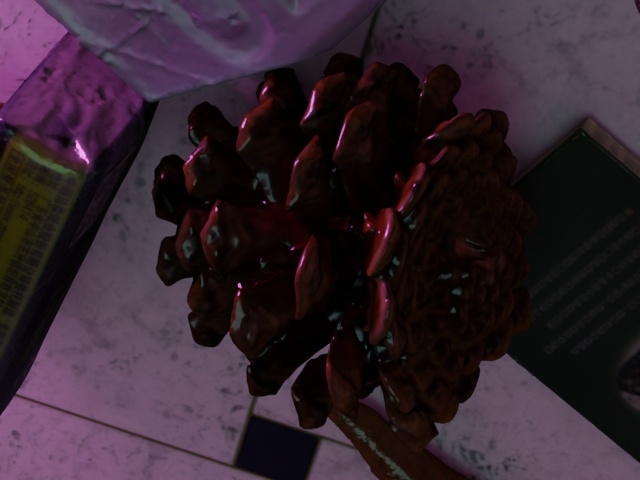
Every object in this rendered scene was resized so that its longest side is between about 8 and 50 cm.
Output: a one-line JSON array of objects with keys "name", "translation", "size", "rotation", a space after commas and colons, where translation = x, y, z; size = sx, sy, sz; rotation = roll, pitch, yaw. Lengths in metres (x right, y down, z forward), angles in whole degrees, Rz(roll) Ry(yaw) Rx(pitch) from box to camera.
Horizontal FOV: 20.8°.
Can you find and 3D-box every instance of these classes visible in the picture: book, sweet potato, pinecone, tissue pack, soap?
[{"name": "book", "translation": [0.313, 0.071, 1.773], "size": [0.371, 0.043, 0.260], "rotation": [40, 124, -12]}, {"name": "sweet potato", "translation": [0.110, 0.268, 1.923], "size": [0.314, 0.072, 0.066], "rotation": [36, 136, -14]}, {"name": "pinecone", "translation": [0.000, 0.000, 1.625], "size": [0.384, 0.384, 0.384], "rotation": [6, 123, 9]}, {"name": "tissue pack", "translation": [-0.286, -0.008, 1.703], "size": [0.124, 0.288, 0.394], "rotation": [29, 124, -3]}, {"name": "soap", "translation": [-0.031, -0.314, 1.534], "size": [0.261, 0.156, 0.446], "rotation": [43, 120, -15]}]

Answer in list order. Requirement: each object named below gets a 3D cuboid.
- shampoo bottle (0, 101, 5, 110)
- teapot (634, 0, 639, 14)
[{"name": "shampoo bottle", "translation": [-0.408, -0.137, 1.750], "size": [0.221, 0.051, 0.108], "rotation": [13, 117, 26]}, {"name": "teapot", "translation": [0.293, -0.376, 1.307], "size": [0.305, 0.376, 0.362], "rotation": [-16, 105, 60]}]
